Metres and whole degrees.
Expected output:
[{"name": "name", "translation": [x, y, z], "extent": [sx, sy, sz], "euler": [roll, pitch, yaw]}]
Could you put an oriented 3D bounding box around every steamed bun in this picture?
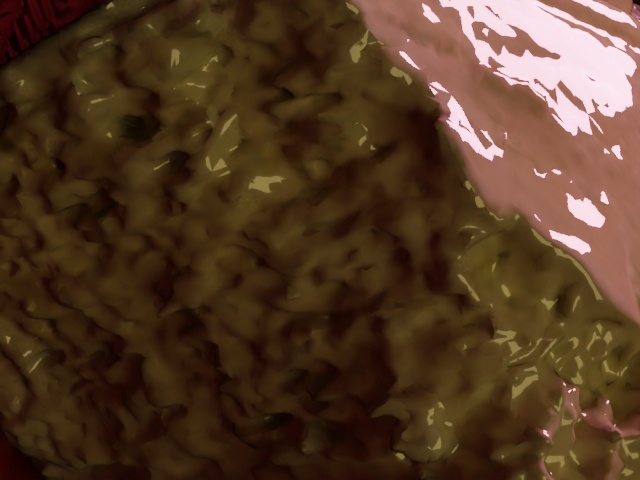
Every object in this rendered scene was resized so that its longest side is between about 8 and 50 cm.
[{"name": "steamed bun", "translation": [0.000, 0.000, 0.662], "extent": [0.272, 0.290, 0.273], "euler": [59, 44, -26]}]

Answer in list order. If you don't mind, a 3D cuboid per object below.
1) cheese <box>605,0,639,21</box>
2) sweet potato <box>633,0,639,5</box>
[{"name": "cheese", "translation": [0.113, -0.110, 0.800], "extent": [0.255, 0.127, 0.050], "euler": [14, 111, -27]}, {"name": "sweet potato", "translation": [0.134, -0.201, 0.838], "extent": [0.112, 0.112, 0.359], "euler": [-47, 124, -23]}]
